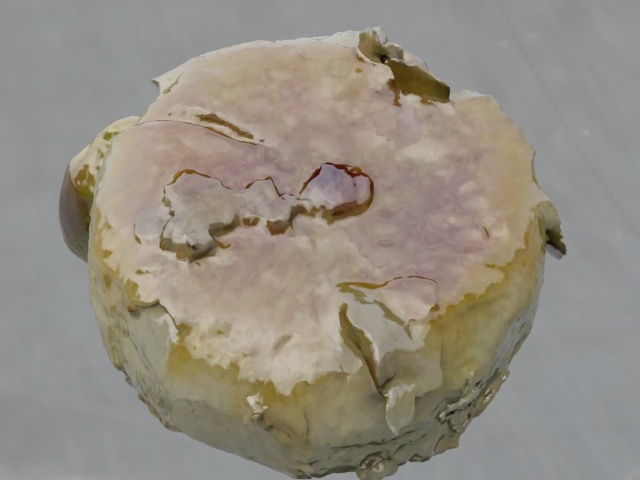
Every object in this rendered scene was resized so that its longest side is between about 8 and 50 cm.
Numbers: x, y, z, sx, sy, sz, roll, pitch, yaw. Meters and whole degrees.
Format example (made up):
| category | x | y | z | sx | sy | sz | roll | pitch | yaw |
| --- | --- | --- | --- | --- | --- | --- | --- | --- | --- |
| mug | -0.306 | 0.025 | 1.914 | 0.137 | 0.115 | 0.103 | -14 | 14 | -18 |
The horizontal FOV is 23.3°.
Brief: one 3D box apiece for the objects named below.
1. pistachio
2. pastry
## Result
| category | x | y | z | sx | sy | sz | roll | pitch | yaw |
| --- | --- | --- | --- | --- | --- | --- | --- | --- | --- |
| pistachio | -0.177 | -0.022 | 1.404 | 0.100 | 0.189 | 0.110 | -13 | 50 | -30 |
| pastry | -0.006 | -0.002 | 0.812 | 0.236 | 0.121 | 0.257 | -34 | 65 | -20 |
